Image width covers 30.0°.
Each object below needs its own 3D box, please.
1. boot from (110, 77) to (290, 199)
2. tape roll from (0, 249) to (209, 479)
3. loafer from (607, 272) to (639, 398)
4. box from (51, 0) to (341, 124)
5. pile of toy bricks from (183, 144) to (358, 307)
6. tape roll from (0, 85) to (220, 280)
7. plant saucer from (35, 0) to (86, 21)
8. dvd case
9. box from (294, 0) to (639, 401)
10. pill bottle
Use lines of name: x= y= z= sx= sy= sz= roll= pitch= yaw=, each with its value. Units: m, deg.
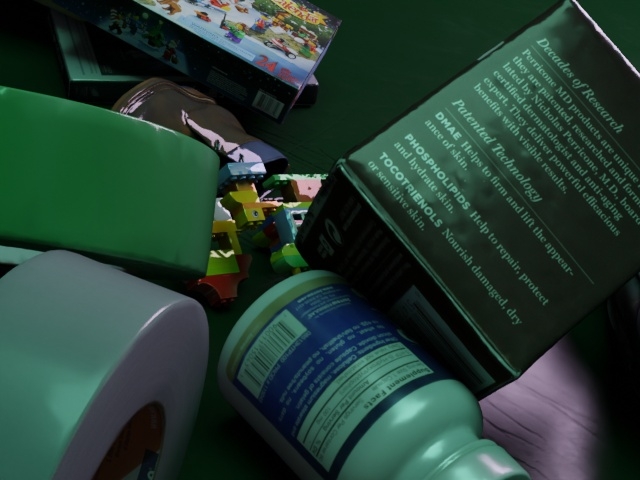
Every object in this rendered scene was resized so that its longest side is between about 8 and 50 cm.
boot: x=-0.096 y=-0.071 z=0.939 sx=0.106 sy=0.082 sz=0.219 roll=29 pitch=18 yaw=8
tape roll: x=-0.131 y=0.118 z=0.569 sx=0.072 sy=0.219 sz=0.219 roll=21 pitch=35 yaw=9
loafer: x=0.273 y=0.063 z=0.904 sx=0.109 sy=0.095 sz=0.303 roll=-1 pitch=40 yaw=-3
box: x=-0.108 y=-0.212 z=1.102 sx=0.233 sy=0.044 sz=0.159 roll=28 pitch=37 yaw=-2
pile of toy bricks: x=0.000 y=0.000 z=0.900 sx=0.212 sy=0.118 sz=0.105 roll=-6 pitch=70 yaw=-40
tape roll: x=-0.223 y=-0.031 z=0.710 sx=0.321 sy=0.077 sz=0.321 roll=6 pitch=-5 yaw=0
plant saucer: x=-0.262 y=-0.284 z=1.172 sx=0.188 sy=0.045 sz=0.188 roll=24 pitch=36 yaw=0
dvd case: x=-0.139 y=-0.189 z=1.165 sx=0.238 sy=0.030 sz=0.179 roll=-2 pitch=38 yaw=-21
box: x=0.119 y=-0.015 z=0.791 sx=0.203 sy=0.168 sz=0.167 roll=-37 pitch=82 yaw=-20
pill bottle: x=0.033 y=0.113 z=0.727 sx=0.112 sy=0.112 sz=0.186 roll=-18 pitch=46 yaw=-37
